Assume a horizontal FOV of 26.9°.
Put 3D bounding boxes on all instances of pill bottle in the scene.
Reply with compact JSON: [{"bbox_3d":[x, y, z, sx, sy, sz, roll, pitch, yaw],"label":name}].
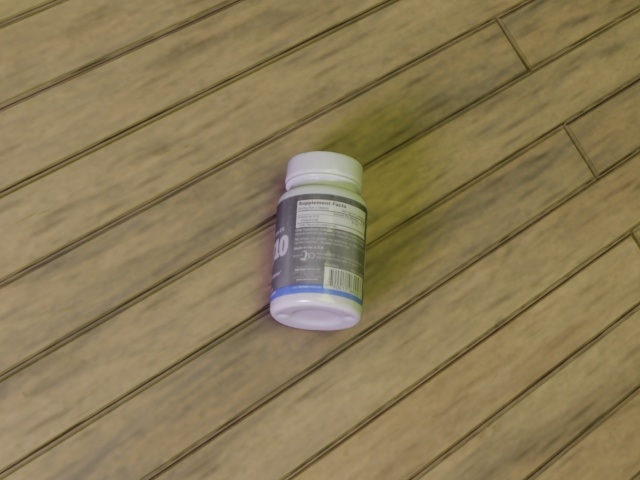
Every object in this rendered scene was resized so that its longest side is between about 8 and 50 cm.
[{"bbox_3d":[0.000,0.000,1.120,0.078,0.078,0.137,13,67,-23],"label":"pill bottle"}]
